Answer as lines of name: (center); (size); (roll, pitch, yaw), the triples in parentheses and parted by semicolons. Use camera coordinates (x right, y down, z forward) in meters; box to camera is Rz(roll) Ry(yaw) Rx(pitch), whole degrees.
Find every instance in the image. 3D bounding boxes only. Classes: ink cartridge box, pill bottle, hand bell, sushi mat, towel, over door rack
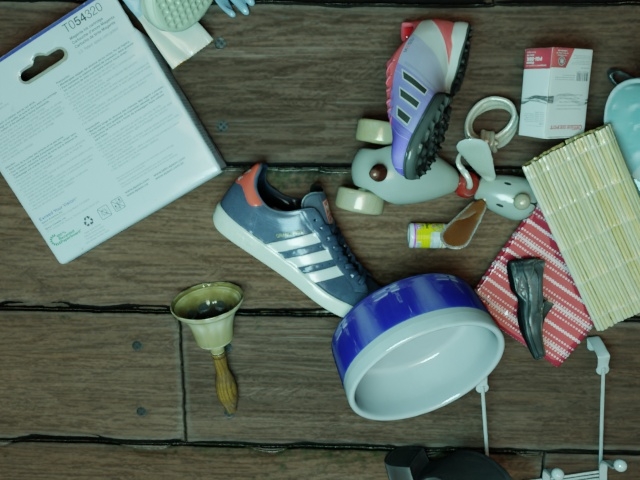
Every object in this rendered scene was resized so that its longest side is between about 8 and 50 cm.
ink cartridge box: (-0.376, -0.179, 1.038); (0.324, 0.071, 0.330); (-28, 98, 8)
pill bottle: (0.192, -0.008, 1.076); (0.083, 0.043, 0.044); (1, 103, 0)
hand bell: (-0.181, 0.208, 1.123); (0.126, 0.126, 0.242); (-5, 116, 3)
sushi mat: (0.453, -0.017, 1.009); (0.151, 0.019, 0.317); (-27, 101, 5)
towel: (0.404, 0.051, 1.068); (0.198, 0.031, 0.275); (35, 100, 6)
over door rack: (0.405, 0.354, 1.126); (0.239, 0.108, 0.325); (-9, 103, 3)
ink cartridge box: (0.369, -0.232, 0.992); (0.099, 0.056, 0.135); (-7, 106, -31)

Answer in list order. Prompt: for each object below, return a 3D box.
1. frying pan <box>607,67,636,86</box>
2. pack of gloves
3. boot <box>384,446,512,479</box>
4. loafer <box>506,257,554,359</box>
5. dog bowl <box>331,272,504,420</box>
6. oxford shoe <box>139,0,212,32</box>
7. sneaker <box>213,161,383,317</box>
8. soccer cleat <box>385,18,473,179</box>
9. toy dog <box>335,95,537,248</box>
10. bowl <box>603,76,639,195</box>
frying pan: (0.609, -0.153, 1.029); (0.326, 0.053, 0.197); (14, 106, 13)
pack of gloves: (-0.225, -0.422, 0.998); (0.195, 0.046, 0.232); (-37, 101, -5)
boot: (0.256, 0.517, 1.119); (0.264, 0.096, 0.281); (-12, 104, 40)
loafer: (0.355, 0.112, 1.037); (0.061, 0.062, 0.170); (-12, 94, 6)
dog bowl: (0.155, 0.177, 1.022); (0.264, 0.104, 0.265); (-13, 138, -12)
oxford shoe: (-0.205, -0.534, 0.907); (0.130, 0.169, 0.450); (15, 105, 26)
sneaker: (0.000, 0.000, 1.037); (0.350, 0.131, 0.148); (33, 106, -6)
soccer cleat: (0.139, -0.215, 0.924); (0.116, 0.318, 0.109); (14, 146, 13)
toy dog: (0.185, -0.098, 0.995); (0.333, 0.161, 0.220); (-9, 103, 3)
bowl: (0.568, -0.124, 0.891); (0.163, 0.311, 0.312); (-28, 101, 3)
